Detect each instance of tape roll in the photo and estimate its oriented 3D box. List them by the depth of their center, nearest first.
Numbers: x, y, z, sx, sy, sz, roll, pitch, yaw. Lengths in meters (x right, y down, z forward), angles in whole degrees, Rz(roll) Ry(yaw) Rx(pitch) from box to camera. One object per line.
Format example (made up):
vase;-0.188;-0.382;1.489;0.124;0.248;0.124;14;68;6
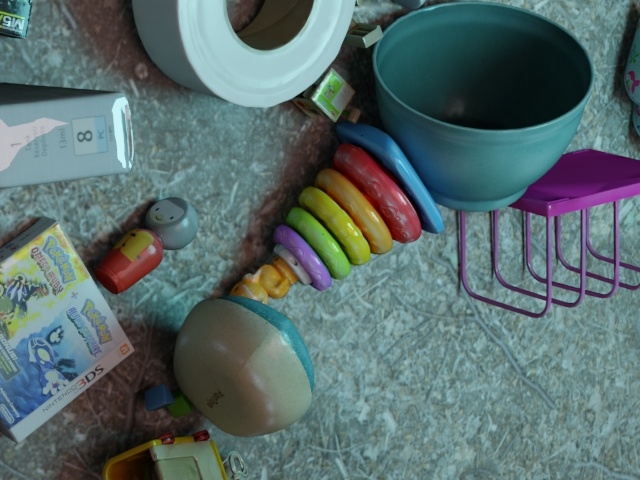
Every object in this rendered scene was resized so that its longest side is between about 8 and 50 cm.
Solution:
tape roll;-0.089;-0.311;1.661;0.286;0.100;0.286;-18;118;-37

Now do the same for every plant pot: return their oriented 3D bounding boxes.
plant pot;0.213;-0.165;1.851;0.293;0.293;0.196;-29;141;-28

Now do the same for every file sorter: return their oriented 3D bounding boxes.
file sorter;0.371;-0.012;2.022;0.290;0.202;0.182;-13;110;-33

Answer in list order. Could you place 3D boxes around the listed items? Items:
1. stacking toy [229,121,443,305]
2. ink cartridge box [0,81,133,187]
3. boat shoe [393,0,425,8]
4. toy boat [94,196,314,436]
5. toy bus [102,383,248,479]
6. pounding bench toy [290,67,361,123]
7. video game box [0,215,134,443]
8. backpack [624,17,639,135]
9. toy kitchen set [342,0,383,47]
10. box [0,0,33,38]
stacking toy;0.000;0.000;1.800;0.302;0.175;0.166;-41;121;-10
ink cartridge box;-0.427;-0.097;1.357;0.385;0.308;0.091;-12;104;-34
boat shoe;0.076;-0.423;1.802;0.084;0.095;0.258;-57;136;-17
toy boat;-0.126;0.096;1.679;0.318;0.267;0.148;47;63;-2
toy bus;-0.193;0.306;1.731;0.104;0.191;0.202;-24;120;18
pounding bench toy;0.007;-0.186;1.805;0.083;0.065;0.052;42;74;-34
video game box;-0.345;0.107;1.620;0.187;0.048;0.205;-41;120;-26
backpack;0.595;-0.253;2.123;0.191;0.225;0.254;1;108;-33
toy kitchen set;0.048;-0.311;1.804;0.068;0.075;0.083;-37;122;-26
box;-0.400;-0.332;1.497;0.190;0.045;0.184;9;96;-38
